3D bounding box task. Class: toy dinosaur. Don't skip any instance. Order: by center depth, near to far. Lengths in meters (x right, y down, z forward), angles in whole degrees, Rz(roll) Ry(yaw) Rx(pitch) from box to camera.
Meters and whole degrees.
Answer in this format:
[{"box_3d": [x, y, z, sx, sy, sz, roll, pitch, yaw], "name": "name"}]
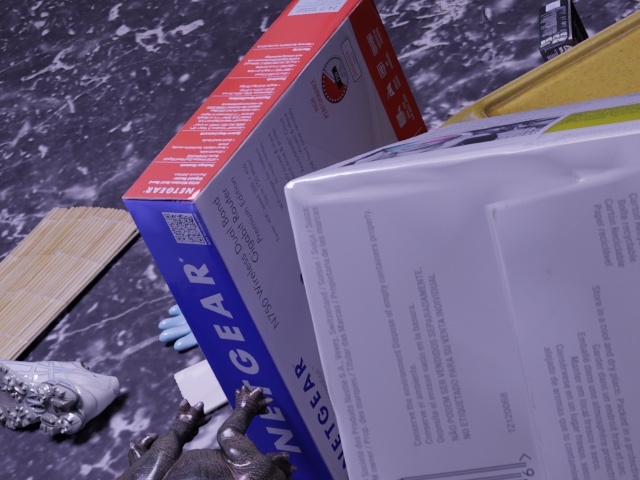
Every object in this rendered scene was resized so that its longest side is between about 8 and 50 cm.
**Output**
[{"box_3d": [-0.113, 0.211, 1.619, 0.314, 0.121, 0.160, 5, 33, 13], "name": "toy dinosaur"}]

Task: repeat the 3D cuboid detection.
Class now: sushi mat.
[{"box_3d": [-0.333, 0.065, 2.146, 0.151, 0.019, 0.316, 4, 41, 40], "name": "sushi mat"}]

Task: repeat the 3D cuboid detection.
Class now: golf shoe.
[{"box_3d": [-0.275, 0.150, 1.957, 0.176, 0.069, 0.086, 13, 28, 41], "name": "golf shoe"}]

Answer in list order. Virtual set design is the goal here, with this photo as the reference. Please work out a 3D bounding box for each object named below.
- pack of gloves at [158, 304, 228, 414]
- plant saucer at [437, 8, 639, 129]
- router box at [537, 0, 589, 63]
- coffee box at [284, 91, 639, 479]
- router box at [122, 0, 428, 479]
[{"box_3d": [-0.054, 0.062, 1.938, 0.232, 0.046, 0.195, -27, 31, -4], "name": "pack of gloves"}, {"box_3d": [0.300, -0.088, 1.803, 0.333, 0.081, 0.332, -30, 49, -9], "name": "plant saucer"}, {"box_3d": [0.264, -0.176, 2.004, 0.038, 0.122, 0.092, -20, 30, 18], "name": "router box"}, {"box_3d": [0.223, 0.073, 1.356, 0.338, 0.337, 0.334, -9, 7, 24], "name": "coffee box"}, {"box_3d": [0.000, 0.000, 1.719, 0.082, 0.335, 0.301, 3, 42, 37], "name": "router box"}]
